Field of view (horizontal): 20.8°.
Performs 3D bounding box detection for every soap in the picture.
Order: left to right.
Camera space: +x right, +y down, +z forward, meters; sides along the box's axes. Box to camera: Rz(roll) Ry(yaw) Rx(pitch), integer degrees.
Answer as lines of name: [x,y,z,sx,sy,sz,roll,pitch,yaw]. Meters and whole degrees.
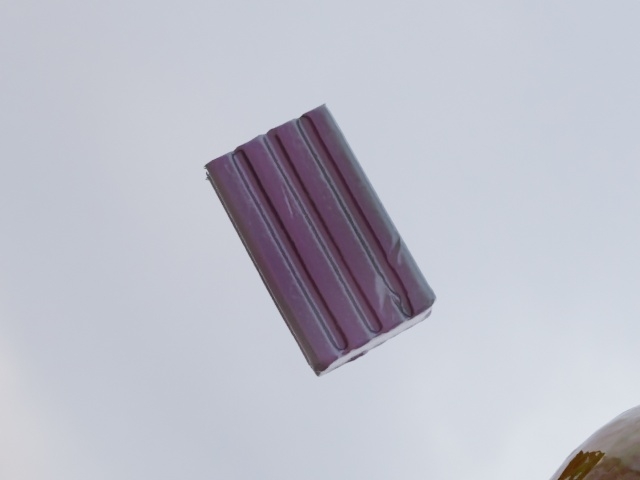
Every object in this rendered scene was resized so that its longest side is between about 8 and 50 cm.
soap: [0.000,0.000,1.474,0.203,0.122,0.065,62,-6,8]

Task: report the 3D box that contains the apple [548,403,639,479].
apple: [0.268,0.255,1.187,0.277,0.250,0.309,-97,161,-78]
